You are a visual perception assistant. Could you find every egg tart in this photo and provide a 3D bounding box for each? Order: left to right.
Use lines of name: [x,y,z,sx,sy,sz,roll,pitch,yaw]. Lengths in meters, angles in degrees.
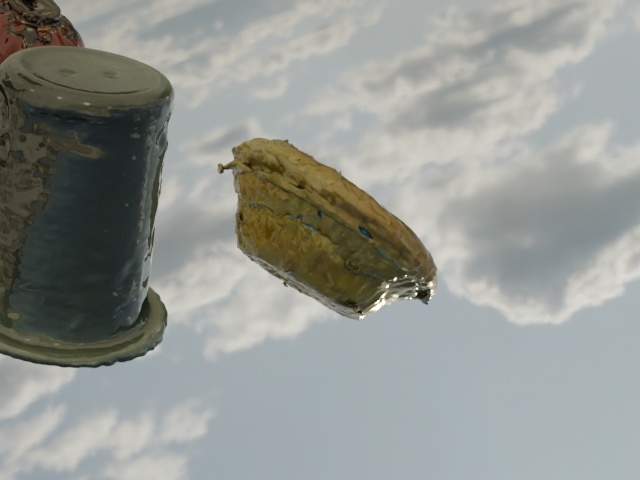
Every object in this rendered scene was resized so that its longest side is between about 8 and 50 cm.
egg tart: [0.000,0.000,1.761,0.169,0.388,0.388,-55,-155,-8]

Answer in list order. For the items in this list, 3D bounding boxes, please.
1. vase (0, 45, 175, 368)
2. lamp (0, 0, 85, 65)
vase: [-0.257,-0.043,1.239,0.245,0.291,0.245,12,-156,-6]
lamp: [-0.512,-0.328,1.992,0.227,0.227,0.227,-18,-163,6]
